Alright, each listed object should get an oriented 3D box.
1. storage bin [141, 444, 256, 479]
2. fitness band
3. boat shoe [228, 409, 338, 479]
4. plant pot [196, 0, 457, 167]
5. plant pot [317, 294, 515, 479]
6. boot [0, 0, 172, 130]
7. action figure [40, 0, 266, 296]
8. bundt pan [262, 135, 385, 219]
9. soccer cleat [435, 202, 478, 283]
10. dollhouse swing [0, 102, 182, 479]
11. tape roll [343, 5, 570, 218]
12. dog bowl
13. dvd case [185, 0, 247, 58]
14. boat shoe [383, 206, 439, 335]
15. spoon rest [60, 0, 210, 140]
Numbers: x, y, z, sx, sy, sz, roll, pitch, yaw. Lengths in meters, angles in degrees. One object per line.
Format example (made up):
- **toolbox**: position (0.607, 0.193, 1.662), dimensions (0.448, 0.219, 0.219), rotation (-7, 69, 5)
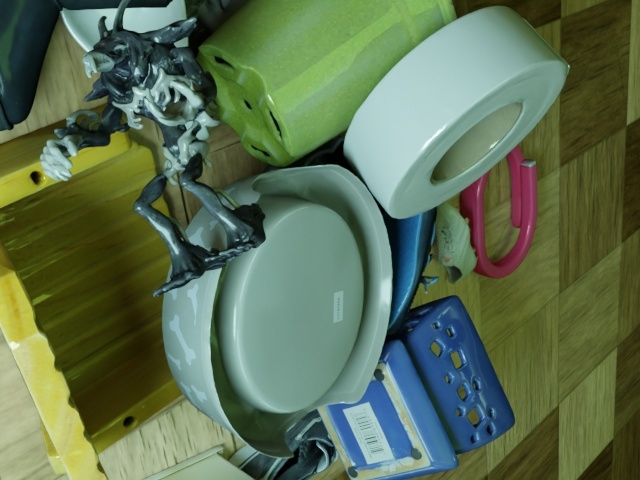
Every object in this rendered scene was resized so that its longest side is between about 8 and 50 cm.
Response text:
- **storage bin**: position (-0.209, 0.472, 1.087), dimensions (0.262, 0.123, 0.260), rotation (-14, 113, -44)
- **fitness band**: position (0.365, -0.063, 1.570), dimensions (0.209, 0.054, 0.291), rotation (-27, 120, -38)
- **boat shoe**: position (-0.015, 0.331, 1.258), dimensions (0.301, 0.102, 0.108), rotation (-26, 120, -39)
- **plant pot**: position (-0.011, -0.236, 0.984), dimensions (0.254, 0.276, 0.276), rotation (-41, 129, -19)
- **plant pot**: position (0.129, 0.250, 1.217), dimensions (0.212, 0.236, 0.236), rotation (-22, 87, -50)
- **boot**: position (-0.250, -0.240, 0.785), dimensions (0.207, 0.094, 0.246), rotation (-7, 103, -15)
- **action figure**: position (-0.156, -0.098, 0.707), dimensions (0.275, 0.164, 0.141), rotation (64, 26, 1)
- **bundt pan**: position (0.000, 0.000, 1.156), dimensions (0.331, 0.124, 0.331), rotation (-16, 113, -42)
- **soccer cleat**: position (0.249, 0.006, 1.463), dimensions (0.076, 0.068, 0.196), rotation (-49, 135, -20)
- **dollhouse swing**: position (-0.212, 0.073, 0.825), dimensions (0.315, 0.305, 0.347), rotation (-32, 123, -35)
- **tape roll**: position (0.170, -0.156, 0.978), dimensions (0.286, 0.100, 0.286), rotation (-33, 161, -13)
- **dog bowl**: position (-0.045, 0.077, 0.933), dimensions (0.349, 0.102, 0.349), rotation (-15, 109, -52)
- **dvd case**: position (-0.140, -0.336, 0.981), dimensions (0.221, 0.018, 0.164), rotation (-55, 135, -19)
- **boat shoe**: position (0.136, 0.019, 1.137), dimensions (0.089, 0.109, 0.258), rotation (20, 89, -51)
- **spoon rest**: position (-0.198, -0.217, 0.899), dimensions (0.137, 0.084, 0.276), rotation (-32, 128, -11)
